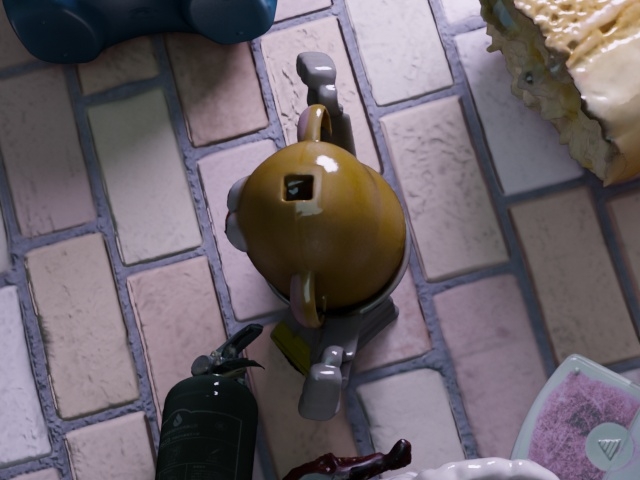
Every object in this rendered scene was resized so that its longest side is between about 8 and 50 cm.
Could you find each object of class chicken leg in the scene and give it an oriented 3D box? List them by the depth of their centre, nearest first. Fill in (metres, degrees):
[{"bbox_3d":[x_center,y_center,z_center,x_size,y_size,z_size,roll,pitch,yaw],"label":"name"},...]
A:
[{"bbox_3d":[-0.005,0.262,1.729,0.089,0.048,0.219,39,81,12],"label":"chicken leg"}]

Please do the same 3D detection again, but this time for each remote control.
[{"bbox_3d":[0.353,0.243,1.694,0.344,0.050,0.145,28,78,14],"label":"remote control"}]

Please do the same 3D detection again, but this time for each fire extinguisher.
[{"bbox_3d":[-0.107,0.225,1.701,0.114,0.095,0.311,-23,47,31],"label":"fire extinguisher"}]

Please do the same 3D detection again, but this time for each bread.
[{"bbox_3d":[0.292,-0.221,1.771,0.270,0.211,0.315,-31,80,-12],"label":"bread"}]

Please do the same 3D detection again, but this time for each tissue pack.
[{"bbox_3d":[-0.191,-0.312,1.846,0.288,0.198,0.206,-8,74,6],"label":"tissue pack"}]

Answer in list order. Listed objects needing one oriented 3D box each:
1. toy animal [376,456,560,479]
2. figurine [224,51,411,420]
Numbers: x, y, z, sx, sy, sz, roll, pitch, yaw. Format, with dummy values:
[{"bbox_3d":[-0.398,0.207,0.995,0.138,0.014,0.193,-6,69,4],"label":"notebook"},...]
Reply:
[{"bbox_3d":[0.151,0.292,1.631,0.156,0.204,0.208,-21,85,-22],"label":"toy animal"},{"bbox_3d":[0.001,-0.001,1.686,0.167,0.285,0.342,-22,74,-3],"label":"figurine"}]
